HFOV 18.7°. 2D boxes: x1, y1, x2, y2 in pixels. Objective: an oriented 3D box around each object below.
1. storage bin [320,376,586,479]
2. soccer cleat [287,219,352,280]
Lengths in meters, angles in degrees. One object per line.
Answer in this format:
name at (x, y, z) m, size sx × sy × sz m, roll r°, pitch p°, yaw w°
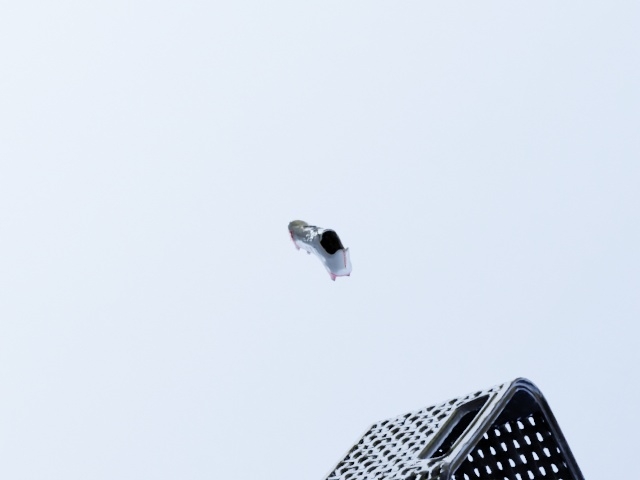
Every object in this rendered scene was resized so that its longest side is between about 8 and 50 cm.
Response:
storage bin at (0.077, 0.168, 0.869) m, size 0.084 × 0.180 × 0.122 m, roll -20°, pitch -169°, yaw 31°
soccer cleat at (0.000, 0.000, 1.602) m, size 0.029 × 0.035 × 0.083 m, roll -18°, pitch -139°, yaw -26°
